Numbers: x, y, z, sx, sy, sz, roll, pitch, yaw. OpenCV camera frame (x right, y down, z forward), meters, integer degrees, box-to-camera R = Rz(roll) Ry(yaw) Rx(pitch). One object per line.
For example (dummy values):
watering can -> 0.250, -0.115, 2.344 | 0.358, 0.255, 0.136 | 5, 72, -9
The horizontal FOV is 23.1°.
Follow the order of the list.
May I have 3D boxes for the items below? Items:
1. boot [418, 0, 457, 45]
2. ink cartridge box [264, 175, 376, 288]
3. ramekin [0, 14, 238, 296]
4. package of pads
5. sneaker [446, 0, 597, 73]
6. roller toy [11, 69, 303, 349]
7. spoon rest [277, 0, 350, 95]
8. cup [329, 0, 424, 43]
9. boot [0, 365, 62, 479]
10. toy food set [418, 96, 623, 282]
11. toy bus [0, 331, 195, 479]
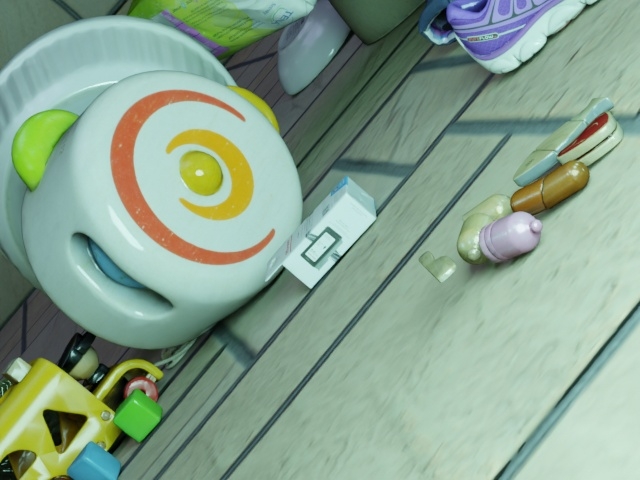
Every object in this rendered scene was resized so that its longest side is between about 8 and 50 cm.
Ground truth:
boot -> 0.145, -0.217, 1.176 | 0.190, 0.069, 0.086 | -35, 35, 52
ink cartridge box -> 0.000, 0.000, 1.063 | 0.083, 0.028, 0.048 | -47, 11, 13
ramekin -> -0.180, -0.056, 1.408 | 0.273, 0.273, 0.127 | -48, 22, 7
package of pads -> -0.070, -0.290, 1.455 | 0.296, 0.101, 0.229 | -13, 54, 64
sneaker -> 0.143, -0.174, 0.973 | 0.170, 0.071, 0.068 | -43, 12, 29
roller toy -> -0.115, -0.025, 1.194 | 0.209, 0.191, 0.146 | -2, -22, -34
spoon rest -> 0.004, -0.276, 1.943 | 0.137, 0.084, 0.276 | -44, 25, 32
cup -> 0.069, -0.406, 1.642 | 0.331, 0.237, 0.331 | -48, 11, 12
boot -> -0.337, 0.219, 1.529 | 0.236, 0.089, 0.269 | -52, 9, -13
toy food set -> 0.102, -0.020, 0.747 | 0.122, 0.019, 0.078 | -41, 11, 1
toy bus -> -0.208, 0.136, 1.237 | 0.191, 0.104, 0.202 | -44, 12, 25
